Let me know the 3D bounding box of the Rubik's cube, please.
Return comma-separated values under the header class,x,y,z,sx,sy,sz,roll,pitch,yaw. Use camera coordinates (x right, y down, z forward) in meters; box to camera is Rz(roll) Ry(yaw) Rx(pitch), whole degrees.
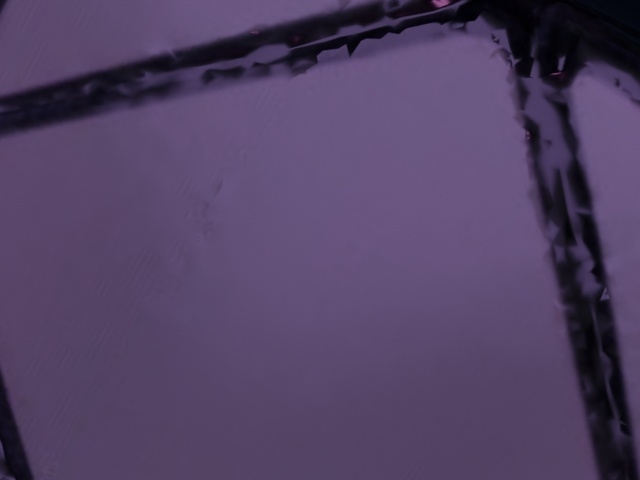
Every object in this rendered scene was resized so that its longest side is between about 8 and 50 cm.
class,x,y,z,sx,sy,sz,roll,pitch,yaw
Rubik's cube,0.000,0.000,0.437,0.205,0.205,0.207,30,108,-4
